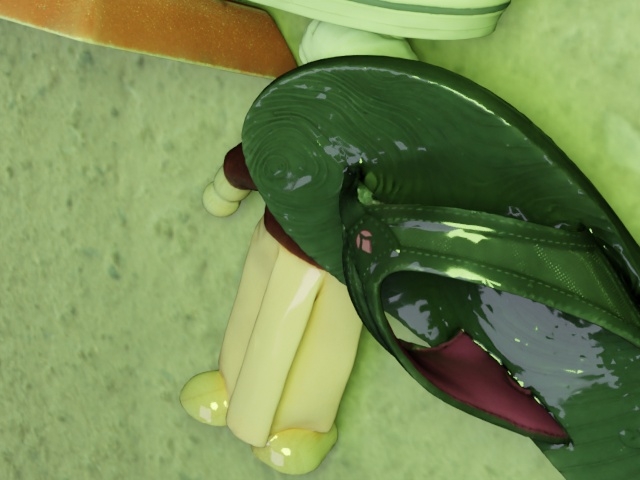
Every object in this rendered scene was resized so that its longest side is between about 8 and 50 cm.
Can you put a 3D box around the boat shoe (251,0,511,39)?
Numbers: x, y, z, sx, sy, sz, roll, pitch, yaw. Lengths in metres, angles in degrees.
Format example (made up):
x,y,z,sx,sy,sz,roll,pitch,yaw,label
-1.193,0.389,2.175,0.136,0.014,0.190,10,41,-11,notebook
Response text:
x,y,z,sx,sy,sz,roll,pitch,yaw,label
-0.101,-0.257,1.161,0.500,0.187,0.156,18,112,24,boat shoe

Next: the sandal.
x,y,z,sx,sy,sz,roll,pitch,yaw,label
0.131,0.055,1.106,0.445,0.107,0.167,42,121,-1,sandal

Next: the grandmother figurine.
x,y,z,sx,sy,sz,roll,pitch,yaw,label
0.000,0.000,1.242,0.207,0.104,0.342,24,124,16,grandmother figurine

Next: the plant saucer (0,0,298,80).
x,y,z,sx,sy,sz,roll,pitch,yaw,label
-0.172,-0.166,1.211,0.258,0.259,0.048,18,98,29,plant saucer
